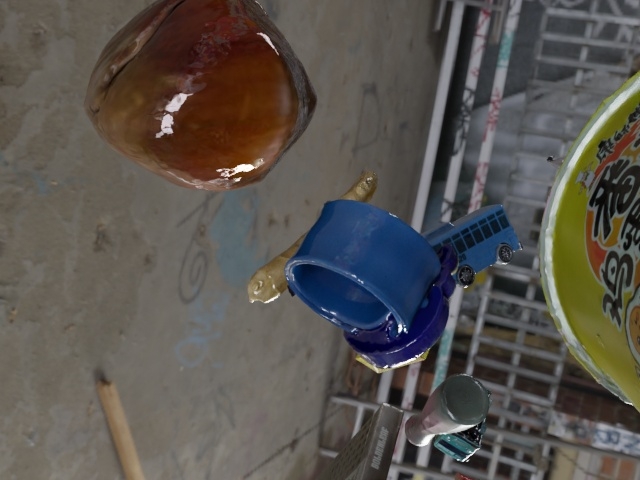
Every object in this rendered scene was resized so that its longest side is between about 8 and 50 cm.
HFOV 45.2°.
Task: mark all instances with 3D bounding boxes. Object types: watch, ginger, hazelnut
[{"bbox_3d":[0.055,0.043,0.944,0.200,0.196,0.171,49,52,-35],"label":"watch"},{"bbox_3d":[0.000,0.000,1.355,0.333,0.081,0.148,-48,150,-13],"label":"ginger"},{"bbox_3d":[-0.190,-0.234,1.237,0.372,0.372,0.315,-51,144,-49],"label":"hazelnut"}]

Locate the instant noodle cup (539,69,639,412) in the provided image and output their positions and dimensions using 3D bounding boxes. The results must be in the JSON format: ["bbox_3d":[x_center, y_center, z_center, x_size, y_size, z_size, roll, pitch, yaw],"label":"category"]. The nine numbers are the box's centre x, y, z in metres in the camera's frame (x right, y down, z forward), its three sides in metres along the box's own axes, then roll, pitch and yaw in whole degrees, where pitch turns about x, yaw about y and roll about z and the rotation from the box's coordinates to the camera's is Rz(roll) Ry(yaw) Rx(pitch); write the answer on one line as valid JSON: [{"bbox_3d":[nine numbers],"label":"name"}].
[{"bbox_3d":[0.250,0.023,0.366,0.200,0.264,0.264,-59,157,-74],"label":"instant noodle cup"}]

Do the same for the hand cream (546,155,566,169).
[{"bbox_3d":[0.419,-0.129,0.964,0.257,0.084,0.050,-25,127,-7],"label":"hand cream"}]

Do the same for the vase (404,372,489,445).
[{"bbox_3d":[0.205,0.299,1.316,0.086,0.086,0.214,-64,-179,-31],"label":"vase"}]

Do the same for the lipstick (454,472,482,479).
[{"bbox_3d":[0.373,0.498,1.429,0.061,0.274,0.068,130,-18,-73],"label":"lipstick"}]

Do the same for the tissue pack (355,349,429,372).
[{"bbox_3d":[0.148,0.188,1.470,0.176,0.062,0.095,-37,-156,58],"label":"tissue pack"}]

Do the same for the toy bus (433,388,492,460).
[{"bbox_3d":[0.286,0.362,1.550,0.092,0.079,0.160,-61,180,36],"label":"toy bus"}]

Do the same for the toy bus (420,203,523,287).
[{"bbox_3d":[0.288,0.021,1.605,0.234,0.116,0.133,-26,95,-24],"label":"toy bus"}]

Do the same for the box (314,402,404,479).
[{"bbox_3d":[0.031,0.427,1.289,0.325,0.047,0.180,-57,-176,40],"label":"box"}]
